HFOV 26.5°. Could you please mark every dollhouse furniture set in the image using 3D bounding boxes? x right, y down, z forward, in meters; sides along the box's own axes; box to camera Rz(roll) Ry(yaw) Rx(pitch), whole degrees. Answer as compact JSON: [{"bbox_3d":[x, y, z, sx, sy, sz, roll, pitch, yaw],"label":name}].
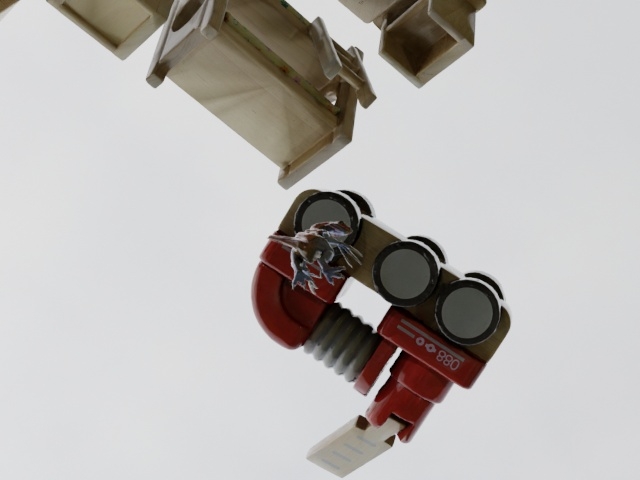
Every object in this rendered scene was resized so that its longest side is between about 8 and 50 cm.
[{"bbox_3d":[-0.026,-0.152,0.772,0.182,0.161,0.101,38,-144,-24],"label":"dollhouse furniture set"}]

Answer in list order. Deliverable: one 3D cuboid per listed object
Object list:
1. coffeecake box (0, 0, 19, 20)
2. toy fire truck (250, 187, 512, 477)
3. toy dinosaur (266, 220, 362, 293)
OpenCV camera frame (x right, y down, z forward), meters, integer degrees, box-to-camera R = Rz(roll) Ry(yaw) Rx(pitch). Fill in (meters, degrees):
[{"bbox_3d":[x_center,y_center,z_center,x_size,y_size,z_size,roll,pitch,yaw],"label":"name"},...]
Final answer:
[{"bbox_3d":[-0.289,-0.097,0.836,0.068,0.185,0.142,47,-145,-9],"label":"coffeecake box"},{"bbox_3d":[0.027,0.099,1.224,0.217,0.246,0.158,32,-173,6],"label":"toy fire truck"},{"bbox_3d":[0.000,0.000,0.949,0.082,0.047,0.090,-94,-19,-52],"label":"toy dinosaur"}]
